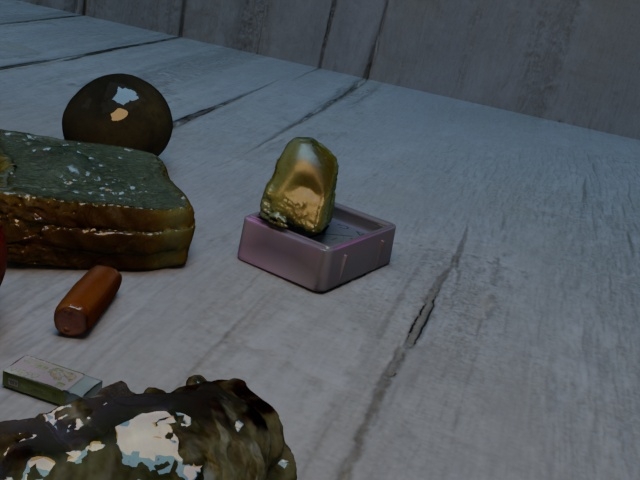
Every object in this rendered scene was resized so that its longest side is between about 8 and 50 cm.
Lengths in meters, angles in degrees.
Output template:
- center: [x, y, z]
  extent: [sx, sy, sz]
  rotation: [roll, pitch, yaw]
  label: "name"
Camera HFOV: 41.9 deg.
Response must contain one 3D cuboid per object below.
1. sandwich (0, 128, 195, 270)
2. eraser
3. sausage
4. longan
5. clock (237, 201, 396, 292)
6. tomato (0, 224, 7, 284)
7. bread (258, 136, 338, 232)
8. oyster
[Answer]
- center: [-0.320, -0.060, 1.128]
  extent: [0.271, 0.099, 0.301]
  rotation: [1, 21, -25]
  label: "sandwich"
- center: [-0.247, 0.131, 0.771]
  extent: [0.083, 0.019, 0.038]
  rotation: [16, 19, 13]
  label: "eraser"
- center: [-0.253, 0.061, 0.919]
  extent: [0.039, 0.041, 0.131]
  rotation: [7, 20, 3]
  label: "sausage"
- center: [-0.341, -0.197, 1.408]
  extent: [0.187, 0.167, 0.167]
  rotation: [-33, 44, -32]
  label: "longan"
- center: [0.000, 0.000, 1.182]
  extent: [0.150, 0.063, 0.197]
  rotation: [22, 23, 29]
  label: "clock"
- center: [-0.413, 0.047, 0.803]
  extent: [0.228, 0.101, 0.228]
  rotation: [2, 18, -1]
  label: "tomato"
- center: [-0.020, -0.082, 1.150]
  extent: [0.103, 0.110, 0.156]
  rotation: [16, 20, -2]
  label: "bread"
- center: [-0.153, 0.166, 0.576]
  extent: [0.337, 0.133, 0.198]
  rotation: [-1, 16, -41]
  label: "oyster"
